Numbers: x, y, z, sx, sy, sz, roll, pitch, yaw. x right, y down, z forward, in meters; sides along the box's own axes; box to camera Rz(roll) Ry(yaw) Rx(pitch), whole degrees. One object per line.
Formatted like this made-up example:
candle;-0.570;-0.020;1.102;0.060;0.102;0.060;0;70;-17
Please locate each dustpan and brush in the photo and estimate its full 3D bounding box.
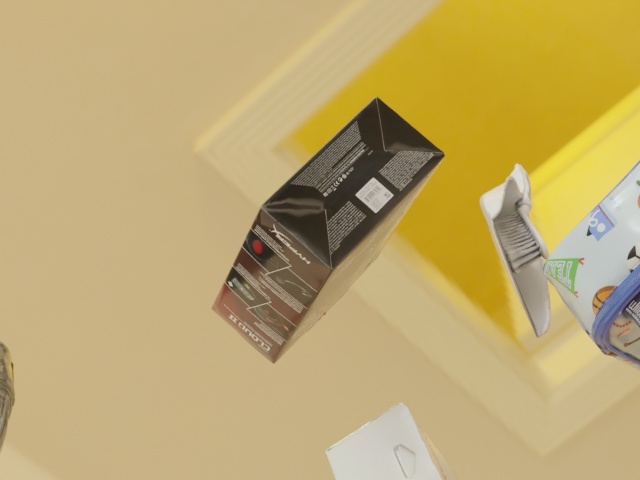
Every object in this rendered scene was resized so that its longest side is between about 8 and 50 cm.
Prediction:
dustpan and brush;0.195;-0.019;1.524;0.211;0.060;0.147;-104;-10;-62

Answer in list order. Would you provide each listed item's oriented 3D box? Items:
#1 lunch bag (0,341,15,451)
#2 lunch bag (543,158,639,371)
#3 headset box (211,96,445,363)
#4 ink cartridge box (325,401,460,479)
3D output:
lunch bag;-0.518;0.284;1.971;0.212;0.305;0.256;14;-145;-24
lunch bag;0.351;0.010;1.388;0.303;0.243;0.115;25;-156;-53
headset box;0.000;0.000;1.809;0.110;0.218;0.293;41;149;7
ink cartridge box;0.153;0.393;1.979;0.307;0.129;0.223;55;-175;-30
